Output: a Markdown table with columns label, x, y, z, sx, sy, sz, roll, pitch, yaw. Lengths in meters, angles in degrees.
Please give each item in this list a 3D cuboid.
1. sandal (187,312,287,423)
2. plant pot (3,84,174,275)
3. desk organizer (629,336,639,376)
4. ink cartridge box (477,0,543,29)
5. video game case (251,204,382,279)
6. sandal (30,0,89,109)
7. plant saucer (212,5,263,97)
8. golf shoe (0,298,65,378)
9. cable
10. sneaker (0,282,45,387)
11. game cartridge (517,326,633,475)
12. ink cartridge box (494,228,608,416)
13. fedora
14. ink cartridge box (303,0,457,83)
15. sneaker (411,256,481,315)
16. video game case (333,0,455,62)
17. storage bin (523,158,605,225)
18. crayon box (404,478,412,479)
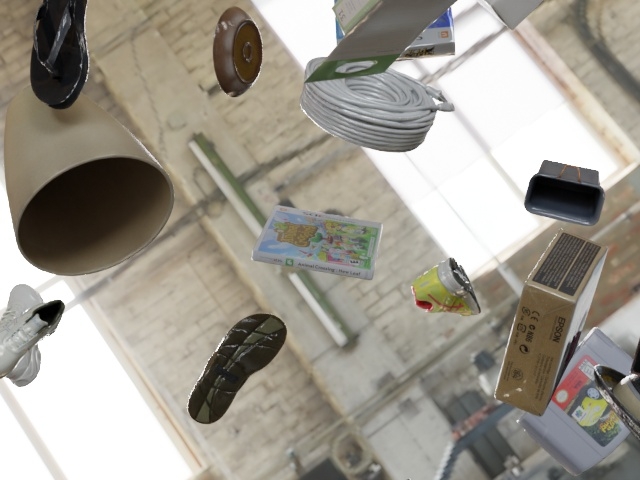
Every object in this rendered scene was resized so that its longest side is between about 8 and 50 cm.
| label | x | y | z | sx | sy | sz | roll | pitch | yaw |
| --- | --- | --- | --- | --- | --- | --- | --- | --- | --- |
| sandal | -0.144 | 0.213 | 1.751 | 0.219 | 0.090 | 0.060 | -56 | 7 | -4 |
| plant pot | -0.409 | -0.128 | 1.684 | 0.256 | 0.274 | 0.256 | -22 | -35 | -17 |
| desk organizer | 0.392 | 0.095 | 1.150 | 0.047 | 0.050 | 0.130 | 169 | 120 | -75 |
| ink cartridge box | 0.394 | -0.561 | 2.192 | 0.158 | 0.218 | 0.092 | -43 | -54 | 11 |
| video game case | 0.000 | 0.000 | 1.711 | 0.212 | 0.193 | 0.023 | -72 | -10 | -67 |
| sandal | -0.396 | -0.322 | 1.551 | 0.097 | 0.255 | 0.054 | 0 | -7 | 24 |
| plant saucer | -0.174 | -0.415 | 2.285 | 0.036 | 0.199 | 0.198 | 4 | 5 | 24 |
| golf shoe | -0.460 | 0.143 | 1.585 | 0.086 | 0.069 | 0.176 | -39 | 7 | 42 |
| cable | 0.088 | -0.257 | 1.928 | 0.257 | 0.257 | 0.089 | -22 | -40 | -48 |
| sneaker | -0.638 | 0.183 | 2.167 | 0.090 | 0.232 | 0.115 | -20 | -33 | 18 |
| game cartridge | 0.582 | 0.351 | 2.231 | 0.294 | 0.196 | 0.060 | -45 | -4 | -23 |
| ink cartridge box | 0.368 | 0.130 | 1.656 | 0.193 | 0.088 | 0.235 | -43 | -33 | -49 |
| fedora | 0.557 | 0.243 | 1.511 | 0.152 | 0.334 | 0.334 | -52 | -16 | 13 |
| ink cartridge box | 0.087 | -0.314 | 1.475 | 0.171 | 0.056 | 0.235 | -14 | -15 | -39 |
| sneaker | 0.204 | 0.086 | 1.728 | 0.094 | 0.081 | 0.208 | -26 | -26 | 11 |
| video game case | 0.150 | -0.504 | 2.172 | 0.244 | 0.270 | 0.061 | -5 | -20 | 5 |
| storage bin | 0.443 | -0.100 | 1.869 | 0.091 | 0.135 | 0.098 | -64 | -17 | -53 |
| crayon box | 0.072 | 0.521 | 1.780 | 0.203 | 0.083 | 0.323 | -43 | -6 | -20 |
